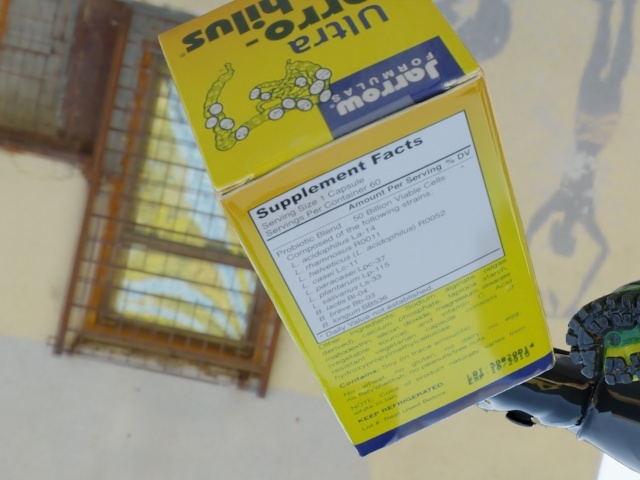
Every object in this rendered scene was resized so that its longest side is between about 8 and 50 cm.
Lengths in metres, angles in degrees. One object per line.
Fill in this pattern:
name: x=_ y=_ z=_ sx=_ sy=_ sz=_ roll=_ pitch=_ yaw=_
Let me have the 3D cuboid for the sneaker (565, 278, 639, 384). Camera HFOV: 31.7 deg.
sneaker: x=0.459 y=0.064 z=1.296 sx=0.343 sy=0.134 sz=0.146 roll=-13 pitch=-170 yaw=33

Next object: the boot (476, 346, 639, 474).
boot: x=0.269 y=0.175 z=1.451 sx=0.445 sy=0.146 sz=0.367 roll=24 pitch=172 yaw=-5

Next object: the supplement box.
supplement box: x=0.040 y=-0.022 z=0.906 sx=0.356 sy=0.194 sz=0.195 roll=66 pitch=179 yaw=-47
